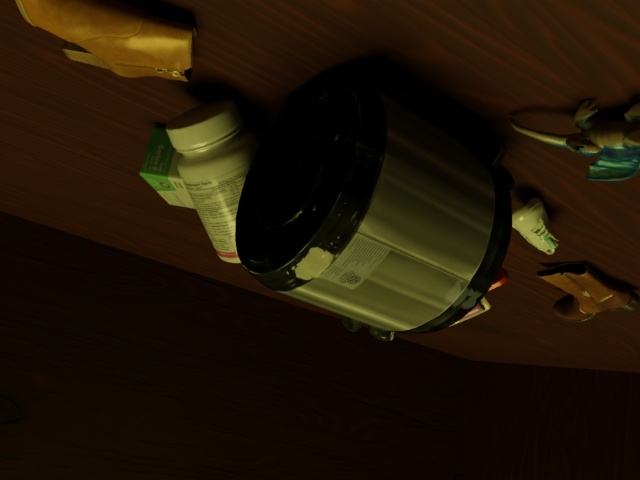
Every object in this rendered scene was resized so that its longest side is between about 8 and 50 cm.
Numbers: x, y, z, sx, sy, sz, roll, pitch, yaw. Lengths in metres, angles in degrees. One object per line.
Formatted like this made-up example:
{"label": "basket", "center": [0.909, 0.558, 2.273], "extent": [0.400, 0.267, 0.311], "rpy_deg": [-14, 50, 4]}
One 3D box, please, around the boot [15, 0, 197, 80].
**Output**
{"label": "boot", "center": [-0.290, -0.321, 0.896], "extent": [0.212, 0.104, 0.295], "rpy_deg": [8, 170, -1]}

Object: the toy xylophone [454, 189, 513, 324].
{"label": "toy xylophone", "center": [0.303, 0.019, 1.280], "extent": [0.081, 0.322, 0.236], "rpy_deg": [42, 136, -23]}

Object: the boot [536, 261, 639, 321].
{"label": "boot", "center": [0.711, 0.151, 1.772], "extent": [0.281, 0.096, 0.264], "rpy_deg": [22, 163, -29]}

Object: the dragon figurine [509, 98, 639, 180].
{"label": "dragon figurine", "center": [0.438, -0.143, 0.940], "extent": [0.289, 0.085, 0.144], "rpy_deg": [0, 160, 36]}

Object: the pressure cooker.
{"label": "pressure cooker", "center": [0.109, -0.030, 1.071], "extent": [0.421, 0.375, 0.370], "rpy_deg": [23, 159, -30]}

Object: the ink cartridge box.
{"label": "ink cartridge box", "center": [-0.226, -0.144, 1.411], "extent": [0.290, 0.121, 0.211], "rpy_deg": [10, 165, 9]}

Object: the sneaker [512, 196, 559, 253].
{"label": "sneaker", "center": [0.462, -0.022, 1.313], "extent": [0.080, 0.094, 0.212], "rpy_deg": [-39, 153, 15]}

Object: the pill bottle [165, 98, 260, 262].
{"label": "pill bottle", "center": [-0.174, -0.113, 1.191], "extent": [0.161, 0.160, 0.282], "rpy_deg": [1, 124, 37]}
